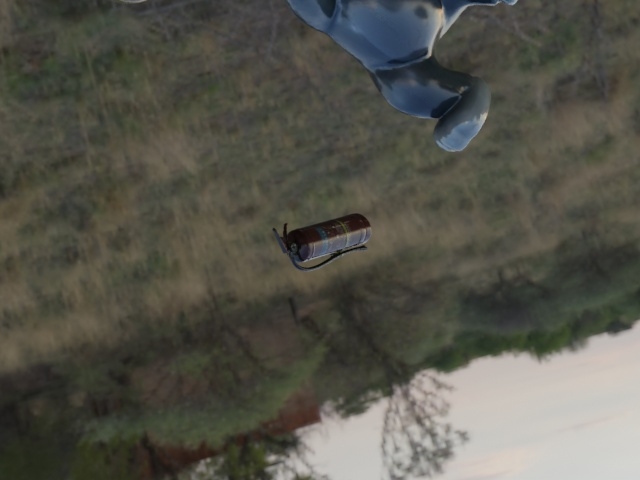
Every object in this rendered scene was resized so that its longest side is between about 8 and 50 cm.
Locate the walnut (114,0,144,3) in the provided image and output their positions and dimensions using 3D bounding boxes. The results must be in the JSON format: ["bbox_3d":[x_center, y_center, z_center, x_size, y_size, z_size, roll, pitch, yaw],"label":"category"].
[{"bbox_3d":[-0.162,-0.301,0.805,0.213,0.213,0.213,-16,172,-2],"label":"walnut"}]

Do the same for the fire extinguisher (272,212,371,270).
[{"bbox_3d":[0.000,0.000,1.068,0.039,0.056,0.132,-13,-177,42],"label":"fire extinguisher"}]

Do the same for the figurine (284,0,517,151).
[{"bbox_3d":[0.017,-0.181,0.566,0.193,0.265,0.140,-48,-157,-7],"label":"figurine"}]
